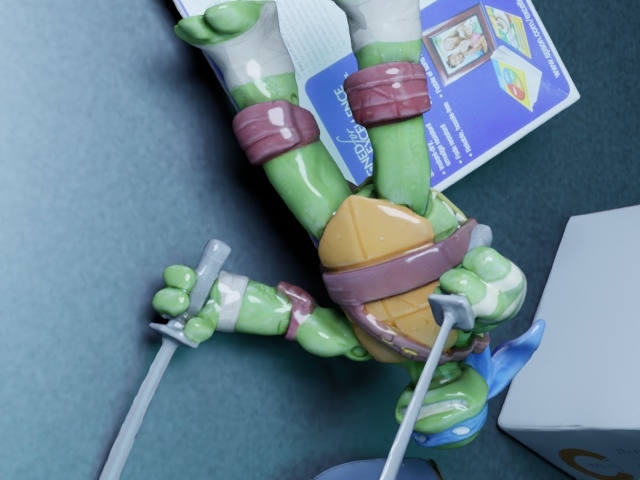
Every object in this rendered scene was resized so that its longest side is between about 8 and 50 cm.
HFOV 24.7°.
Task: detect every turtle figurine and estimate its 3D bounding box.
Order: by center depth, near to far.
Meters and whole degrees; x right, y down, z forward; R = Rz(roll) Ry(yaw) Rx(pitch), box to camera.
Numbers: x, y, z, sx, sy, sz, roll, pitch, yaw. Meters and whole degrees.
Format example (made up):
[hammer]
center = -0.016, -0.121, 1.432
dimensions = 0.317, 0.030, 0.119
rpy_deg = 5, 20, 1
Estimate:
[turtle figurine]
center = 0.000, 0.000, 0.749
dimensions = 0.275, 0.198, 0.266
rpy_deg = -17, 92, -26

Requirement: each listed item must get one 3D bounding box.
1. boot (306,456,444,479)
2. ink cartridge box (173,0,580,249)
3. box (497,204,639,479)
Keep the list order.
[boot]
center = -0.007, 0.190, 0.824
dimensions = 0.219, 0.082, 0.106
rpy_deg = -8, 43, -16
[ink cartridge box]
center = 0.028, -0.124, 0.887
dimensions = 0.208, 0.045, 0.206
rpy_deg = -33, 103, -20
[box]
center = 0.327, 0.127, 0.971
dimensions = 0.345, 0.215, 0.168
rpy_deg = 35, 65, -27
